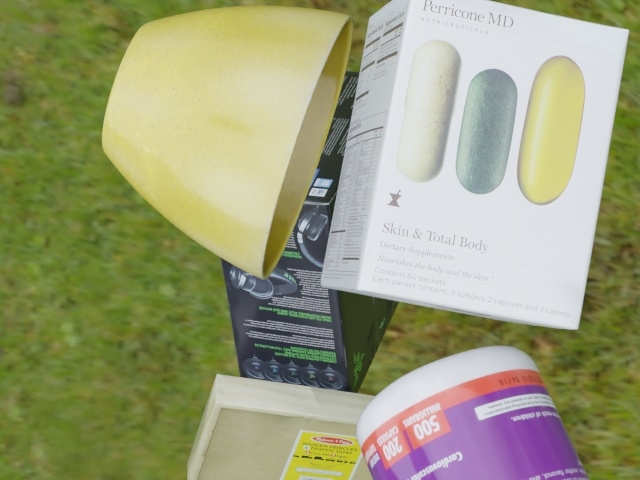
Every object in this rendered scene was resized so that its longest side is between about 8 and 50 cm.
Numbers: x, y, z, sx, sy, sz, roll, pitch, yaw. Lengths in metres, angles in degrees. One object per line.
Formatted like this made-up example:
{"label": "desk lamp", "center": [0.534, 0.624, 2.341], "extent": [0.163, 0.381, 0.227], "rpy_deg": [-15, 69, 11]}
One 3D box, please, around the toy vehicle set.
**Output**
{"label": "toy vehicle set", "center": [0.003, 0.220, 1.802], "extent": [0.166, 0.267, 0.035], "rpy_deg": [112, 163, -47]}

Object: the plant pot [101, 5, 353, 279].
{"label": "plant pot", "center": [-0.050, -0.060, 0.829], "extent": [0.095, 0.134, 0.134], "rpy_deg": [19, 92, 5]}

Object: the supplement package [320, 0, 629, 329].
{"label": "supplement package", "center": [0.132, -0.068, 1.524], "extent": [0.199, 0.198, 0.263], "rpy_deg": [11, 88, -9]}

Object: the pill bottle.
{"label": "pill bottle", "center": [0.167, 0.269, 1.527], "extent": [0.181, 0.181, 0.323], "rpy_deg": [-33, 66, 21]}

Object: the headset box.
{"label": "headset box", "center": [0.000, 0.000, 1.819], "extent": [0.131, 0.246, 0.283], "rpy_deg": [7, 128, 18]}
